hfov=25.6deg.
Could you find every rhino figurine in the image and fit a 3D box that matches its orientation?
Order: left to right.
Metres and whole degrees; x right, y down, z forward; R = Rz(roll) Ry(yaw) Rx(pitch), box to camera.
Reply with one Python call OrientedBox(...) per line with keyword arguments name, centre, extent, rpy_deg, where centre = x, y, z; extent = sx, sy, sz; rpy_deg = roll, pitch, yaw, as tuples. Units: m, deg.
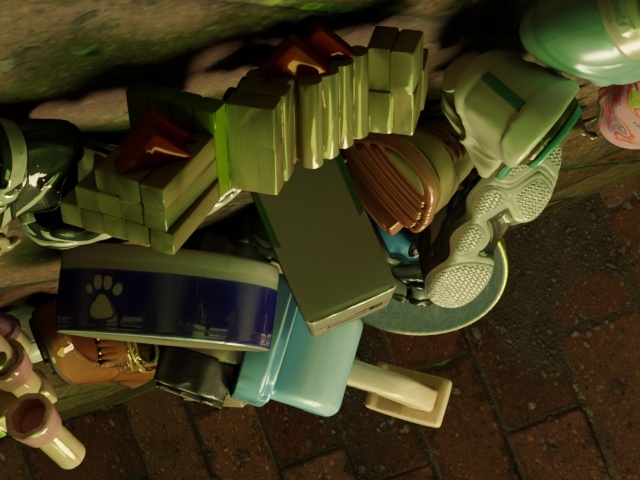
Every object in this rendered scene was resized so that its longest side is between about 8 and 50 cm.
OrientedBox(name="rhino figurine", centre=(0.319, -0.146, 2.084), extent=(0.243, 0.073, 0.106), rpy_deg=(-19, 176, -26))

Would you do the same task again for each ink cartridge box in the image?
OrientedBox(name="ink cartridge box", centre=(0.000, 0.000, 1.720), extent=(0.117, 0.201, 0.278), rpy_deg=(-23, 173, -2))

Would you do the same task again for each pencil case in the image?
OrientedBox(name="pencil case", centre=(0.445, -0.204, 1.863), extent=(0.124, 0.124, 0.284), rpy_deg=(-21, 172, -2))

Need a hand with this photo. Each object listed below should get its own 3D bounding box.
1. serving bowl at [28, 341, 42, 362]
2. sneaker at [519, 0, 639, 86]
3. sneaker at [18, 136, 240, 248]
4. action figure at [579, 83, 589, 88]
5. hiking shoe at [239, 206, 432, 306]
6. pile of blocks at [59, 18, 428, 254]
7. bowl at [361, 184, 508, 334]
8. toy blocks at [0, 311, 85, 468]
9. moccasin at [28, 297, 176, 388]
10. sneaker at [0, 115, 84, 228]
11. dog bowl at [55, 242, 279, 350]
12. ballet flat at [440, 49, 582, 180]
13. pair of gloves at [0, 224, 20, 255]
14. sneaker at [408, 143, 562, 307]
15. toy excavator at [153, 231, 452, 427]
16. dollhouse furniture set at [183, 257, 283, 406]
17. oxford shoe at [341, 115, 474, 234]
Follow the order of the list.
OrientedBox(name="serving bowl", centre=(-0.489, 0.194, 2.443), extent=(0.083, 0.027, 0.083), rpy_deg=(-22, 172, -3))
OrientedBox(name="sneaker", centre=(0.312, -0.218, 1.397), extent=(0.150, 0.135, 0.366), rpy_deg=(-11, 173, 34))
OrientedBox(name="sneaker", centre=(-0.169, -0.052, 1.275), extent=(0.235, 0.094, 0.153), rpy_deg=(-11, -179, 0))
OrientedBox(name="action figure", centre=(0.227, -0.165, 1.747), extent=(0.137, 0.063, 0.232), rpy_deg=(-23, 170, 36))
OrientedBox(name="hiking shoe", centre=(0.039, -0.012, 1.954), extent=(0.304, 0.132, 0.113), rpy_deg=(15, -166, -16))
OrientedBox(name="pile of blocks", centre=(-0.056, -0.121, 1.172), extent=(0.362, 0.149, 0.113), rpy_deg=(-27, 134, -31))
OrientedBox(name="bowl", centre=(0.142, -0.010, 2.112), extent=(0.289, 0.289, 0.156), rpy_deg=(-26, -147, 31))
OrientedBox(name="toy blocks", centre=(-0.516, 0.194, 1.832), extent=(0.288, 0.309, 0.260), rpy_deg=(-33, 140, -1))
OrientedBox(name="moccasin", centre=(-0.309, 0.149, 2.106), extent=(0.147, 0.139, 0.380), rpy_deg=(-28, 157, 11))
OrientedBox(name="sneaker", centre=(-0.266, -0.040, 1.162), extent=(0.106, 0.078, 0.234), rpy_deg=(-12, 167, -39))
OrientedBox(name="dog bowl", centre=(-0.185, 0.072, 1.705), extent=(0.264, 0.104, 0.265), rpy_deg=(5, 174, 1))
OrientedBox(name="ballet flat", centre=(0.188, -0.146, 1.479), extent=(0.139, 0.139, 0.400), rpy_deg=(-22, -179, 4))
OrientedBox(name="pair of gloves", centre=(-0.419, 0.026, 1.358), extent=(0.240, 0.042, 0.204), rpy_deg=(-21, 176, 12))
OrientedBox(name="sneaker", centre=(0.198, -0.055, 1.831), extent=(0.101, 0.153, 0.269), rpy_deg=(19, 112, -33))
OrientedBox(name="toy excavator", centre=(-0.002, 0.184, 2.102), extent=(0.445, 0.222, 0.433), rpy_deg=(19, 170, -1))
OrientedBox(name="dollhouse furniture set", centre=(-0.202, 0.132, 2.360), extent=(0.303, 0.198, 0.286), rpy_deg=(-1, -166, 28))
OrientedBox(name="oxford shoe", centre=(0.113, -0.102, 1.663), extent=(0.146, 0.140, 0.397), rpy_deg=(-38, -177, -4))
